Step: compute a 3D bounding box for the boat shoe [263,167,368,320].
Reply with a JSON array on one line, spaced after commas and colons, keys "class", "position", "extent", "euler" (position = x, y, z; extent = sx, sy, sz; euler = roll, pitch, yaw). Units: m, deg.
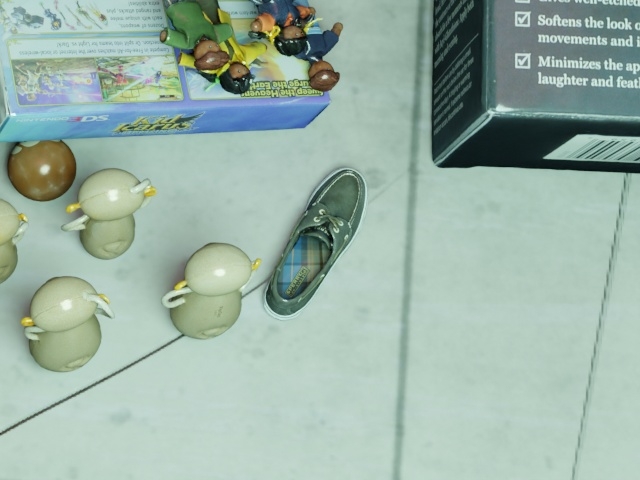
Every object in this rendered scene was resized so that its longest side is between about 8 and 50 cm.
[{"class": "boat shoe", "position": [0.000, 0.000, 1.327], "extent": [0.049, 0.040, 0.142], "euler": [28, 71, 2]}]

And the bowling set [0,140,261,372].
[{"class": "bowling set", "position": [-0.207, 0.001, 1.237], "extent": [0.287, 0.154, 0.199], "euler": [-18, 76, -14]}]

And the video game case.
[{"class": "video game case", "position": [-0.145, -0.204, 1.327], "extent": [0.270, 0.061, 0.244], "euler": [-4, 71, -27]}]

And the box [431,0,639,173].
[{"class": "box", "position": [0.250, -0.260, 1.328], "extent": [0.294, 0.212, 0.395], "euler": [3, 82, -7]}]

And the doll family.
[{"class": "doll family", "position": [-0.051, -0.162, 1.278], "extent": [0.193, 0.076, 0.111], "euler": [-18, 74, -33]}]
